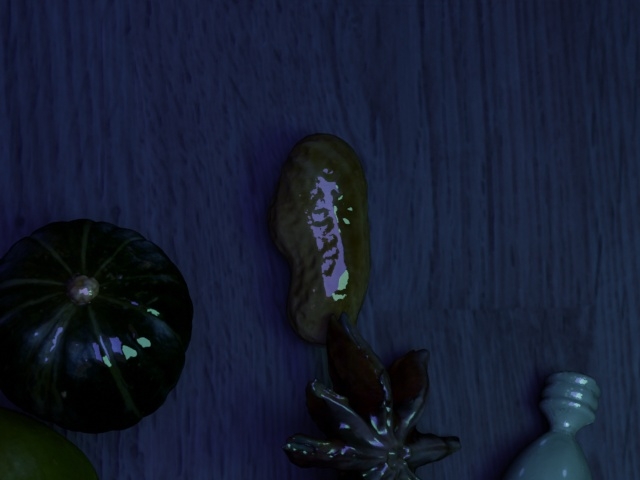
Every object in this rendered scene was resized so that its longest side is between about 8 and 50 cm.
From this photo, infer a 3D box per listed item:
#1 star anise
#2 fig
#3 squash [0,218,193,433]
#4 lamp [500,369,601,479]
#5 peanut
[{"bbox_3d":[0.050,0.213,1.536,0.288,0.088,0.288,14,72,-49],"label":"star anise"},{"bbox_3d":[-0.311,0.242,1.477,0.181,0.181,0.191,-32,67,-13],"label":"fig"},{"bbox_3d":[-0.228,0.085,1.502,0.218,0.172,0.218,7,48,-7],"label":"squash"},{"bbox_3d":[0.247,0.235,1.616,0.106,0.106,0.193,21,69,-7],"label":"lamp"},{"bbox_3d":[0.000,0.000,1.604,0.108,0.095,0.226,-5,86,5],"label":"peanut"}]
